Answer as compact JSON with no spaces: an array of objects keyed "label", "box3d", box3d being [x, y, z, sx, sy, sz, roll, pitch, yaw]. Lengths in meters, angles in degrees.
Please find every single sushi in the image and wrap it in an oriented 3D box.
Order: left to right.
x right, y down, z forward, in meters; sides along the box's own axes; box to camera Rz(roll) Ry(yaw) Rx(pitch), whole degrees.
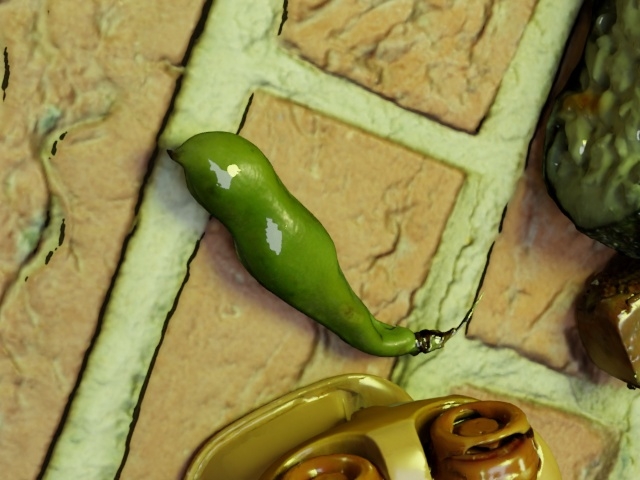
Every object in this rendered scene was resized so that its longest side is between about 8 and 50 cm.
[{"label":"sushi","box3d":[0.321,-0.147,1.350,0.170,0.211,0.350,10,105,-30]}]

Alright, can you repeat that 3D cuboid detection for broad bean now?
[{"label":"broad bean","box3d":[-0.005,0.010,1.327,0.318,0.056,0.098,33,82,-32]}]

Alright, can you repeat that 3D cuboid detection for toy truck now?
[{"label":"toy truck","box3d":[0.048,0.230,1.319,0.288,0.211,0.204,-17,110,-15]}]

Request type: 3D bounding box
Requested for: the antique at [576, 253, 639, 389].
[{"label":"antique","box3d":[0.369,0.011,1.472,0.310,0.087,0.093,-32,112,-13]}]
